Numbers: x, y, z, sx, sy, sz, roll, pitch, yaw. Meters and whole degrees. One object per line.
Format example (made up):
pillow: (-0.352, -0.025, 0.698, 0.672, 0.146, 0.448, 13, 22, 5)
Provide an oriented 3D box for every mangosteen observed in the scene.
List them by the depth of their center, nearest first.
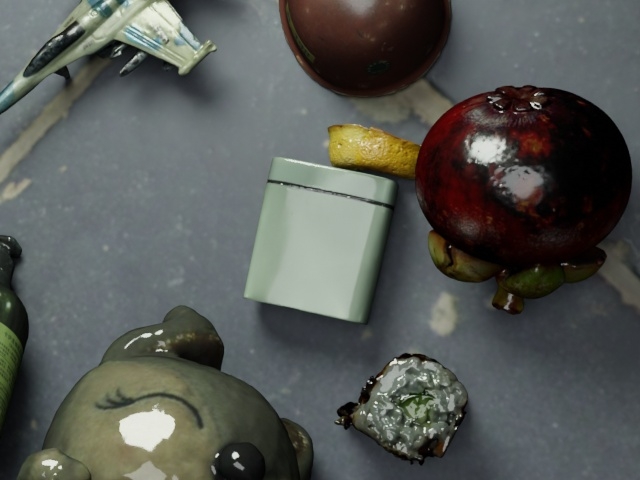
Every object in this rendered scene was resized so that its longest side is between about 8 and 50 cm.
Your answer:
mangosteen: (0.170, -0.033, 1.211, 0.200, 0.200, 0.199, -1, 85, 7)

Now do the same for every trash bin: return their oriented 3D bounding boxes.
trash bin: (0.000, 0.000, 1.274, 0.116, 0.059, 0.130, 12, 87, 10)

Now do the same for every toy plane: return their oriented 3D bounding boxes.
toy plane: (-0.203, -0.196, 1.313, 0.262, 0.088, 0.192, -42, 75, 12)

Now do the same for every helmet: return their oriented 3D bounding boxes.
helmet: (0.032, -0.222, 1.270, 0.155, 0.106, 0.175, -19, 78, 5)

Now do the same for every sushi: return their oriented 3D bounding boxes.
sushi: (0.074, 0.142, 1.239, 0.098, 0.084, 0.094, 33, 87, 6)

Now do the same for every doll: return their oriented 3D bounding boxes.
doll: (-0.189, 0.234, 1.155, 0.379, 0.382, 0.252, -10, 120, 33)

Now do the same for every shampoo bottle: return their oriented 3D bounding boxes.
shampoo bottle: (-0.313, 0.107, 1.246, 0.101, 0.101, 0.284, 0, 50, 8)

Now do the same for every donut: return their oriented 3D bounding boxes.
donut: (0.050, -0.077, 1.290, 0.083, 0.067, 0.038, 17, 79, -23)
